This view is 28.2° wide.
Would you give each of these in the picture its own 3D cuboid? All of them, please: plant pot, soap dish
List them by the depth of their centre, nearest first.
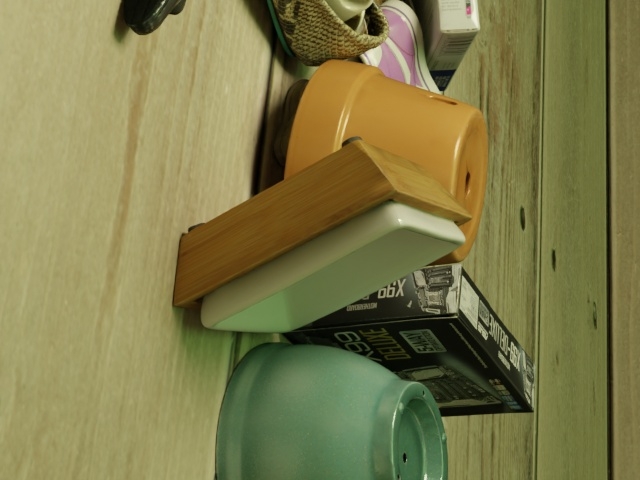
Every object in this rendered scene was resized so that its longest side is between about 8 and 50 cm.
[{"bbox_3d":[0.000,0.000,1.441,0.229,0.291,0.118,12,54,-62],"label":"soap dish"},{"bbox_3d":[0.034,0.260,1.519,0.293,0.196,0.293,27,59,-60],"label":"plant pot"},{"bbox_3d":[0.098,-0.083,1.653,0.291,0.203,0.291,7,90,-72],"label":"plant pot"}]

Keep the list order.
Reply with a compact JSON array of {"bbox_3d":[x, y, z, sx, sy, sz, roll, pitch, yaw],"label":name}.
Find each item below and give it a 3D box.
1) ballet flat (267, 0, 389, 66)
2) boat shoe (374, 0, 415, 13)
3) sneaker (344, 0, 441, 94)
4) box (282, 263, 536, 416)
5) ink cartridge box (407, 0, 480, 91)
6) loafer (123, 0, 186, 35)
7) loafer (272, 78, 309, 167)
[{"bbox_3d":[-0.036,-0.417,1.566,0.483,0.182,0.164,58,36,-40],"label":"ballet flat"},{"bbox_3d":[0.096,-0.440,1.948,0.104,0.089,0.285,-9,93,-65],"label":"boat shoe"},{"bbox_3d":[0.099,-0.203,1.916,0.161,0.102,0.282,-54,137,-31],"label":"sneaker"},{"bbox_3d":[0.123,0.143,1.680,0.307,0.242,0.077,49,42,-50],"label":"box"},{"bbox_3d":[0.182,-0.432,1.988,0.324,0.071,0.330,106,-18,-82],"label":"ink cartridge box"},{"bbox_3d":[-0.167,-0.274,1.402,0.170,0.062,0.061,-70,148,-42],"label":"loafer"},{"bbox_3d":[-0.020,-0.155,1.680,0.056,0.050,0.148,57,37,-44],"label":"loafer"}]
